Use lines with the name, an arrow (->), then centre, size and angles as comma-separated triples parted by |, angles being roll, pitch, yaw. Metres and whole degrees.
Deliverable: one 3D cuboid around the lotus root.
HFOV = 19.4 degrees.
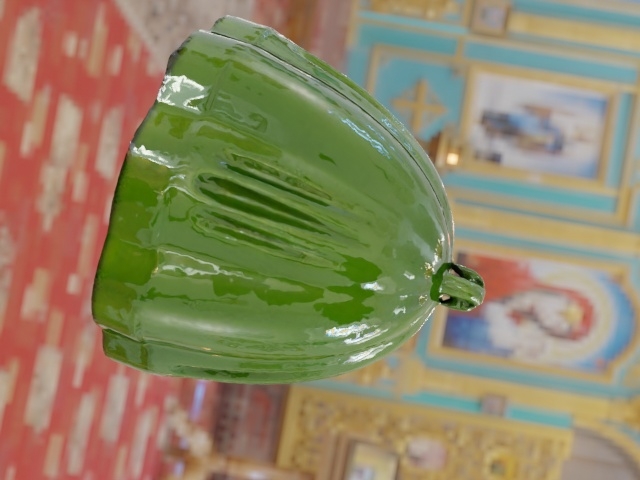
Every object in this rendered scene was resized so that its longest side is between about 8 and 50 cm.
lotus root -> 0.000, 0.000, 0.909 | 0.186, 0.186, 0.186 | 10, 90, -86
